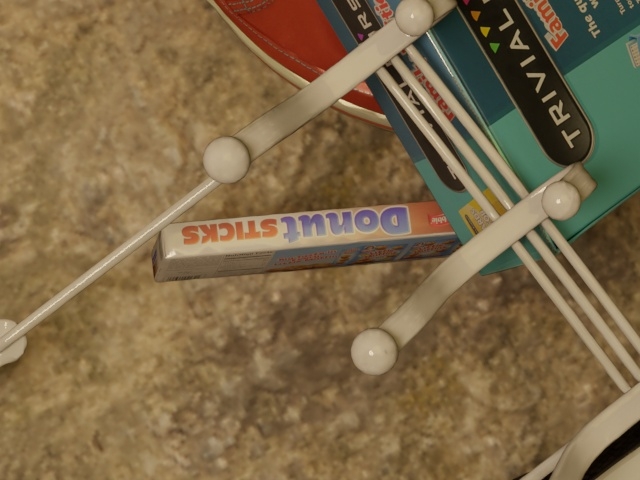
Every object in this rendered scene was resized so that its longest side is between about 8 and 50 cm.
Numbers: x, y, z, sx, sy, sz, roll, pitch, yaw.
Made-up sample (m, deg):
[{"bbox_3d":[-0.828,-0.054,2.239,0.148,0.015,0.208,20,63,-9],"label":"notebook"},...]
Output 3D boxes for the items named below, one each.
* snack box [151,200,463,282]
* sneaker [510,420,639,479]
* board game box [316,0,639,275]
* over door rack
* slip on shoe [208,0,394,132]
[{"bbox_3d":[0.000,0.000,0.980,0.178,0.064,0.022,-5,77,-11],"label":"snack box"},{"bbox_3d":[0.159,0.170,0.950,0.290,0.106,0.123,-28,97,-8],"label":"sneaker"},{"bbox_3d":[0.158,-0.176,0.987,0.336,0.079,0.254,-34,95,-27],"label":"board game box"},{"bbox_3d":[-0.002,0.068,0.864,0.324,0.108,0.239,-37,92,14],"label":"over door rack"},{"bbox_3d":[-0.015,-0.177,1.000,0.331,0.101,0.123,42,72,0],"label":"slip on shoe"}]
